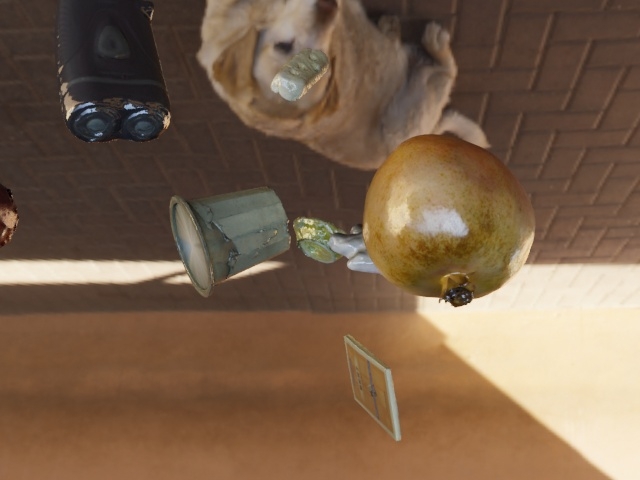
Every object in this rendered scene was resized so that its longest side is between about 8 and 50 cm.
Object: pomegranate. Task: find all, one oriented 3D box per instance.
[{"bbox_3d":[0.214,-0.028,1.376,0.320,0.319,0.319,4,160,1],"label":"pomegranate"}]

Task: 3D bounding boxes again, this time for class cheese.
[{"bbox_3d":[-0.036,-0.304,1.454,0.065,0.194,0.043,23,124,5],"label":"cheese"}]

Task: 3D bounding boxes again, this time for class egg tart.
[{"bbox_3d":[0.000,0.000,2.284,0.197,0.078,0.197,21,157,9],"label":"egg tart"}]

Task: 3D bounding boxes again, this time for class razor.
[{"bbox_3d":[-0.402,-0.338,1.540,0.205,0.348,0.113,-1,146,-22],"label":"razor"}]

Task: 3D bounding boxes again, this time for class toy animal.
[{"bbox_3d":[0.171,-0.046,1.624,0.308,0.266,0.188,12,129,-29],"label":"toy animal"}]

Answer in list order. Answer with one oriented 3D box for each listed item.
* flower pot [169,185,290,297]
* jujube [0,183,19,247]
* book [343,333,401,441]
[{"bbox_3d":[-0.173,-0.012,1.609,0.203,0.212,0.212,-16,166,-20],"label":"flower pot"},{"bbox_3d":[-0.931,-0.089,2.011,0.377,0.258,0.258,29,172,28],"label":"jujube"},{"bbox_3d":[0.112,0.319,1.766,0.018,0.170,0.242,-14,-166,-16],"label":"book"}]
